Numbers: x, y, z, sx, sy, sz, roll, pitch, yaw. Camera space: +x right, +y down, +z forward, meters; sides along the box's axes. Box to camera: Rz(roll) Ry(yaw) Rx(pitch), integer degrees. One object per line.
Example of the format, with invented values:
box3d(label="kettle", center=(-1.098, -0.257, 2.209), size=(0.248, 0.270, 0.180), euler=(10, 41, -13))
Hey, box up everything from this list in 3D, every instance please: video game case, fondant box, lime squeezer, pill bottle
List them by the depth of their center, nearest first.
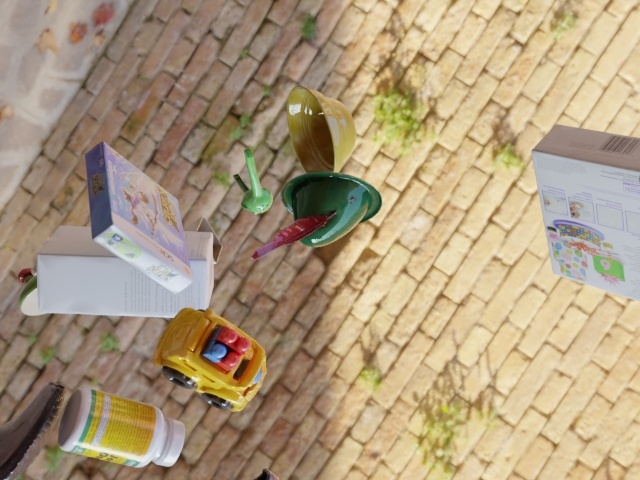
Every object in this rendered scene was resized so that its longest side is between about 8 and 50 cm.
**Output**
box3d(label="pill bottle", center=(-0.364, 0.352, 1.386), size=(0.117, 0.208, 0.117), euler=(-40, -143, 40))
box3d(label="fondant box", center=(0.549, -0.046, 1.423), size=(0.096, 0.238, 0.330), euler=(-42, 131, -26))
box3d(label="lime squeezer", center=(-0.144, -0.101, 1.506), size=(0.059, 0.110, 0.310), euler=(-39, -176, -10))
box3d(label="video game case", center=(-0.384, -0.049, 1.588), size=(0.061, 0.269, 0.244), euler=(-32, 137, 13))

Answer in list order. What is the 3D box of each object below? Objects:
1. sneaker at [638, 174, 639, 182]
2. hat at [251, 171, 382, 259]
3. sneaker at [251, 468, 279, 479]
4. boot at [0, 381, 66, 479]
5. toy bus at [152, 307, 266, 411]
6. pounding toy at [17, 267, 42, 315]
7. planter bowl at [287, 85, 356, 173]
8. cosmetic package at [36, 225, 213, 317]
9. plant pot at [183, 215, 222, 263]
box3d(label="sneaker", center=(0.456, 0.035, 0.900), size=(0.112, 0.131, 0.319), euler=(-26, 129, 1))
box3d(label="hat", center=(0.000, 0.000, 1.296), size=(0.173, 0.208, 0.183), euler=(90, 4, -59))
box3d(label="sneaker", center=(-0.164, 0.583, 1.707), size=(0.158, 0.061, 0.065), euler=(-46, 123, -30))
box3d(label="boot", center=(-0.621, 0.353, 1.311), size=(0.338, 0.223, 0.118), euler=(-60, 179, -32))
box3d(label="toy bus", center=(-0.180, 0.227, 1.446), size=(0.211, 0.220, 0.149), euler=(-19, -142, 55))
box3d(label="pounding toy", center=(-0.713, 0.086, 1.959), size=(0.183, 0.110, 0.237), euler=(-19, 155, -42))
box3d(label="planter bowl", center=(0.015, -0.233, 1.602), size=(0.090, 0.217, 0.217), euler=(-19, 155, -22))
box3d(label="cosmetic package", center=(-0.453, 0.071, 1.779), size=(0.217, 0.385, 0.156), euler=(-99, -168, -71))
box3d(label="plant pot", center=(-0.344, 0.015, 2.058), size=(0.096, 0.109, 0.109), euler=(-24, -157, 12))
